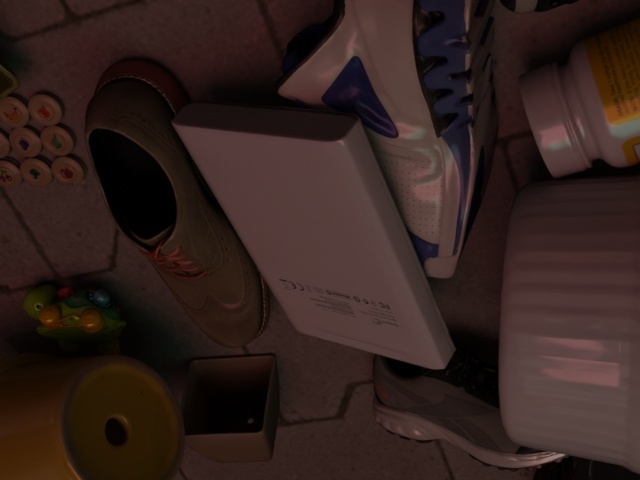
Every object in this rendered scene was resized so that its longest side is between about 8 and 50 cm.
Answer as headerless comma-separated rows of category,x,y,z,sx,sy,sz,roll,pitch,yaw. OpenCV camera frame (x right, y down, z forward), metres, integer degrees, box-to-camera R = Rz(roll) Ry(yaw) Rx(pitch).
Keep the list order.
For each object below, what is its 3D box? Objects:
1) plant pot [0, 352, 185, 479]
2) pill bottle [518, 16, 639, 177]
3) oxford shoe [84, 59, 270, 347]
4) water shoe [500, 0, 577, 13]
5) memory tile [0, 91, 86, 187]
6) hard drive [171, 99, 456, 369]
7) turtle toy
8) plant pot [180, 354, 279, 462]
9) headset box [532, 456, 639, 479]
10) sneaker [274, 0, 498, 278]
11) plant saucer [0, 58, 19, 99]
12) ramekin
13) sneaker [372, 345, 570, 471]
plant pot,-0.292,0.237,1.039,0.239,0.254,0.254,-26,118,38
pill bottle,0.285,-0.132,0.778,0.209,0.119,0.119,-18,120,21
oxford shoe,-0.154,-0.003,0.940,0.123,0.130,0.348,-14,122,19
water shoe,0.186,-0.284,0.729,0.080,0.073,0.203,-9,131,-10
memory tile,-0.331,-0.104,0.973,0.148,0.012,0.113,-2,125,12
hard drive,0.000,0.000,0.894,0.203,0.040,0.307,11,142,37
turtle toy,-0.288,0.087,1.068,0.130,0.066,0.095,6,150,8
plant pot,-0.101,0.213,1.111,0.109,0.109,0.096,-5,137,13
headset box,0.385,0.270,1.055,0.218,0.110,0.293,12,126,2
sneaker,0.061,-0.124,0.834,0.182,0.127,0.315,11,135,20
plant saucer,-0.419,-0.182,0.883,0.188,0.045,0.188,-25,134,25
ramekin,0.245,0.070,0.842,0.135,0.277,0.277,2,126,18
sneaker,0.168,0.171,0.993,0.272,0.100,0.107,6,119,34
